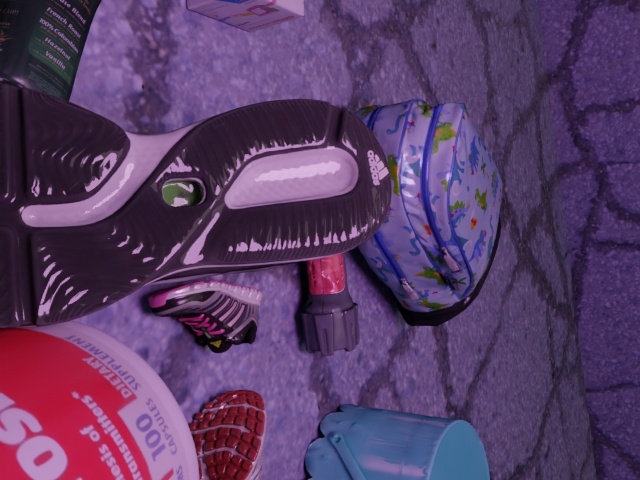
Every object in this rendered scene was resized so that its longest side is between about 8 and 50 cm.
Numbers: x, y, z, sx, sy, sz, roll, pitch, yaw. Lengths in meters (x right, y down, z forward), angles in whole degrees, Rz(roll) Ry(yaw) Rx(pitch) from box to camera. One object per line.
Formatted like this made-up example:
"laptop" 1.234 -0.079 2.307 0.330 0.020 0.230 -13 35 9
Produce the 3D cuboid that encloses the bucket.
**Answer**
"bucket" 0.116 0.374 0.980 0.281 0.183 0.281 13 75 -55

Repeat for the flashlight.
"flashlight" 0.000 0.000 0.926 0.103 0.103 0.303 -7 94 -31

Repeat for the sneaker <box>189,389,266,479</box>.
"sneaker" -0.109 0.275 0.754 0.092 0.088 0.225 69 30 -60

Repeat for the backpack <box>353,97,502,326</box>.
"backpack" 0.160 -0.065 1.077 0.355 0.273 0.290 42 58 -32

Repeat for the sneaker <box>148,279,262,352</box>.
"sneaker" -0.120 0.087 0.757 0.170 0.063 0.074 16 67 -61

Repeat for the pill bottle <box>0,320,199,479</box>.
"pill bottle" -0.232 0.184 0.314 0.408 0.229 0.228 -27 110 -77

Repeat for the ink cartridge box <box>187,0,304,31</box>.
"ink cartridge box" -0.089 -0.299 0.828 0.122 0.089 0.052 -5 90 -58

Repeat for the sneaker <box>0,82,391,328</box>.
"sneaker" -0.189 -0.006 0.573 0.448 0.257 0.169 -4 79 -23

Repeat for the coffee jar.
"coffee jar" -0.239 -0.186 0.574 0.079 0.096 0.184 39 55 -52
